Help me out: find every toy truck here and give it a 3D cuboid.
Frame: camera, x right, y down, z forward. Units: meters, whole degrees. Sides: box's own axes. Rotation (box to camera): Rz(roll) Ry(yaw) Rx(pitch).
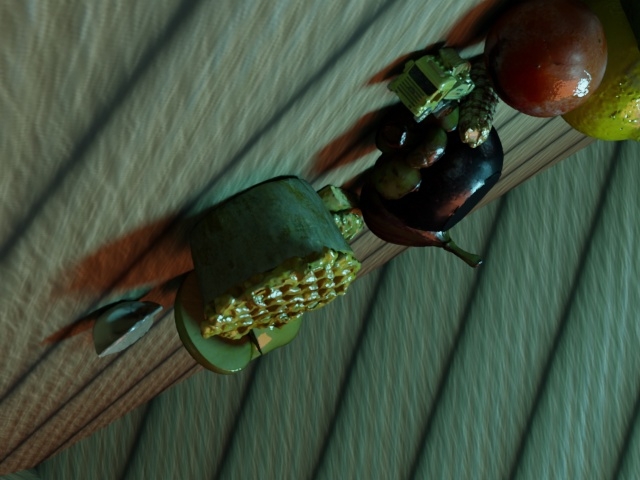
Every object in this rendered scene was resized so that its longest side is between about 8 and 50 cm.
[{"bbox_3d":[0.206,-0.276,1.585,0.116,0.085,0.191,-45,168,28],"label":"toy truck"}]

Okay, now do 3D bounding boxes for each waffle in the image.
[{"bbox_3d":[0.000,0.000,2.107,0.208,0.054,0.214,-31,165,21],"label":"waffle"},{"bbox_3d":[-0.075,0.104,1.724,0.325,0.068,0.302,-21,165,-4],"label":"waffle"},{"bbox_3d":[0.005,-0.055,2.174,0.168,0.057,0.274,-32,170,12],"label":"waffle"}]

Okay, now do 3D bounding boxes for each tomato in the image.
[{"bbox_3d":[0.375,-0.309,1.558,0.184,0.208,0.208,-18,165,-34],"label":"tomato"}]

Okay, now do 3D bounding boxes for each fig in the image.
[{"bbox_3d":[0.249,-0.051,2.143,0.217,0.321,0.217,-44,160,-21],"label":"fig"}]

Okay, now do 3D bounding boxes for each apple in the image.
[{"bbox_3d":[-0.192,0.162,2.124,0.292,0.254,0.292,-27,172,-4],"label":"apple"}]

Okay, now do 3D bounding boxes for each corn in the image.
[{"bbox_3d":[0.294,-0.254,1.694,0.079,0.079,0.237,-38,-157,40],"label":"corn"}]

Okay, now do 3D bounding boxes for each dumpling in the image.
[{"bbox_3d":[-0.422,0.180,2.012,0.150,0.092,0.176,-32,171,28],"label":"dumpling"}]

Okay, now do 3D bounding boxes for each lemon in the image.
[{"bbox_3d":[0.542,-0.321,1.711,0.258,0.310,0.258,-16,156,-7],"label":"lemon"}]

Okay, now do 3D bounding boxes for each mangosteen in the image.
[{"bbox_3d":[0.219,-0.151,1.808,0.287,0.233,0.287,-34,167,-9],"label":"mangosteen"}]

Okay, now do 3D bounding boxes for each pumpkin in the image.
[{"bbox_3d":[-0.112,0.012,1.854,0.332,0.199,0.332,-23,164,-7],"label":"pumpkin"}]

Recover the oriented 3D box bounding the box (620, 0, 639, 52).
[{"bbox_3d":[0.597,-0.444,1.460,0.178,0.253,0.329,-15,167,-7],"label":"box"}]
